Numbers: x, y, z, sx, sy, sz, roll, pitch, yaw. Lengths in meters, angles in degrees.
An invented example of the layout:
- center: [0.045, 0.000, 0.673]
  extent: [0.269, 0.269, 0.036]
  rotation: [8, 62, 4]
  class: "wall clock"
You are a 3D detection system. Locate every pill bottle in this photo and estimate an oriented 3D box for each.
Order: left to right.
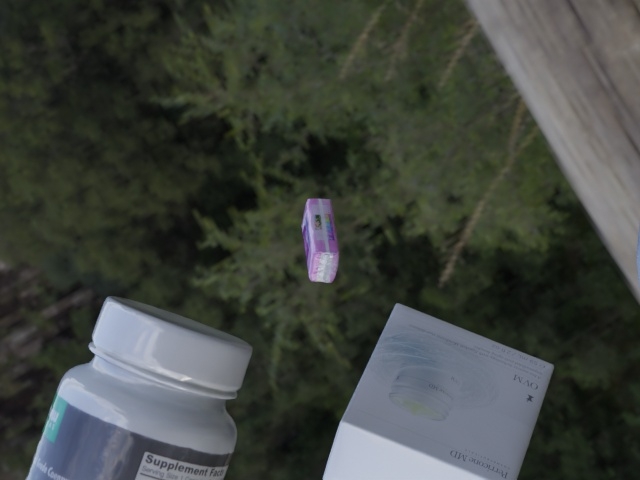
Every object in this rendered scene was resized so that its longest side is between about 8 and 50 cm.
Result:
- center: [-0.212, 0.257, 1.526]
  extent: [0.204, 0.361, 0.204]
  rotation: [19, 179, 0]
  class: "pill bottle"

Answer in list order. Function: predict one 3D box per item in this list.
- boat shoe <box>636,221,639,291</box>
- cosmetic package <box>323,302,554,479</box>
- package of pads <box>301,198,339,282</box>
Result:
- center: [0.375, -0.055, 1.260]
  extent: [0.136, 0.156, 0.367]
  rotation: [106, 171, -62]
  class: "boat shoe"
- center: [0.152, 0.232, 1.792]
  extent: [0.224, 0.224, 0.138]
  rotation: [21, 136, 7]
  class: "cosmetic package"
- center: [0.000, 0.000, 1.519]
  extent: [0.050, 0.032, 0.083]
  rotation: [103, 164, -46]
  class: "package of pads"
